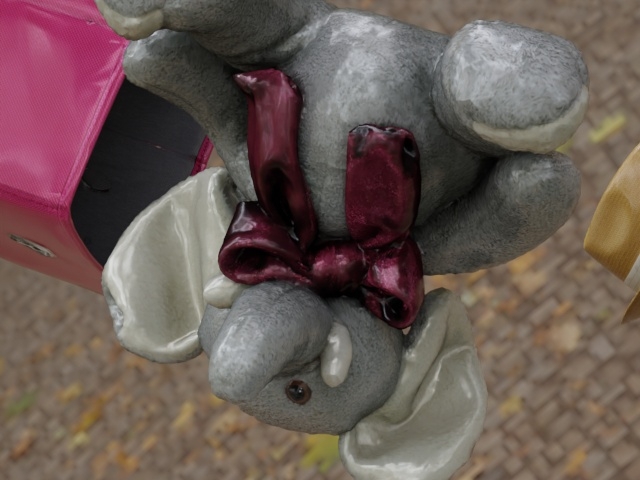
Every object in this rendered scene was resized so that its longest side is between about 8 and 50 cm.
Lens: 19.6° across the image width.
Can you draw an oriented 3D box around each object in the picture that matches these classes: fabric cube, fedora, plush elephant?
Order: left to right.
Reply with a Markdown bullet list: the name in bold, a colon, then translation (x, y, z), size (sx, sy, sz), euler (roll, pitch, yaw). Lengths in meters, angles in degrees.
- **fabric cube**: translation (-0.217, -0.132, 1.312), size (0.254, 0.258, 0.259), euler (71, -140, -73)
- **plush elephant**: translation (0.000, 0.000, 1.053), size (0.330, 0.272, 0.255), euler (27, -98, -76)
- **fedora**: translation (0.278, -0.027, 1.560), size (0.194, 0.079, 0.194), euler (-59, -9, -16)
